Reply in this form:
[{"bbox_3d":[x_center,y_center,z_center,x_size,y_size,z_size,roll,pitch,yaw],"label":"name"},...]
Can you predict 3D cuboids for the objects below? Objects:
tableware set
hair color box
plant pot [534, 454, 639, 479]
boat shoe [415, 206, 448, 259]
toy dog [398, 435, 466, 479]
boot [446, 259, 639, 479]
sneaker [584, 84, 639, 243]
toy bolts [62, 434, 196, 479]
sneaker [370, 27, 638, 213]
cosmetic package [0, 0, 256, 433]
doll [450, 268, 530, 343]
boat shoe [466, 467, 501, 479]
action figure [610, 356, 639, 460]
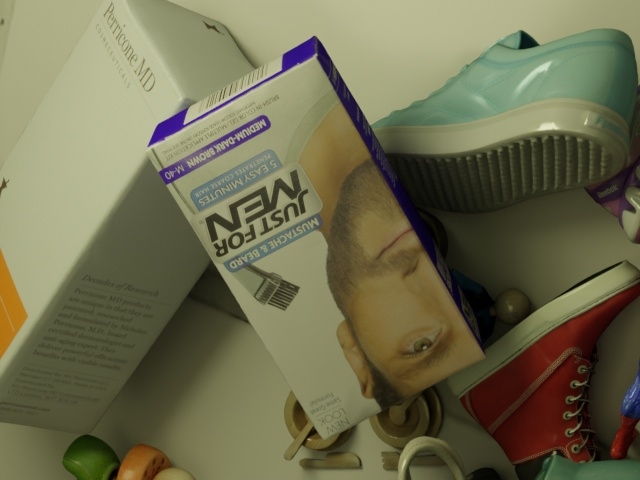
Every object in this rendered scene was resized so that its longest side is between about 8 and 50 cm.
[{"bbox_3d":[0.040,0.192,1.568,0.194,0.039,0.128,-6,92,29],"label":"tableware set"},{"bbox_3d":[0.000,0.000,1.374,0.185,0.110,0.339,-28,107,9],"label":"hair color box"},{"bbox_3d":[0.248,0.312,1.274,0.196,0.293,0.293,31,110,9],"label":"plant pot"},{"bbox_3d":[-0.018,-0.027,1.538,0.307,0.104,0.111,12,102,28],"label":"boat shoe"},{"bbox_3d":[0.115,0.357,1.425,0.333,0.220,0.161,41,153,-20],"label":"toy dog"},{"bbox_3d":[0.260,0.144,1.416,0.244,0.088,0.176,-44,75,34],"label":"boot"},{"bbox_3d":[0.318,-0.120,1.354,0.104,0.095,0.236,35,110,36],"label":"sneaker"},{"bbox_3d":[-0.235,0.372,1.664,0.158,0.218,0.229,7,117,22],"label":"toy bolts"},{"bbox_3d":[0.170,-0.123,1.408,0.366,0.135,0.150,-4,58,49],"label":"sneaker"},{"bbox_3d":[-0.243,-0.026,1.588,0.453,0.161,0.230,-54,44,22],"label":"cosmetic package"},{"bbox_3d":[0.124,0.086,1.482,0.189,0.046,0.129,-15,124,8],"label":"doll"},{"bbox_3d":[0.129,0.318,1.533,0.206,0.075,0.065,-47,30,30],"label":"boat shoe"},{"bbox_3d":[0.346,0.080,1.349,0.091,0.139,0.280,22,135,24],"label":"action figure"}]
